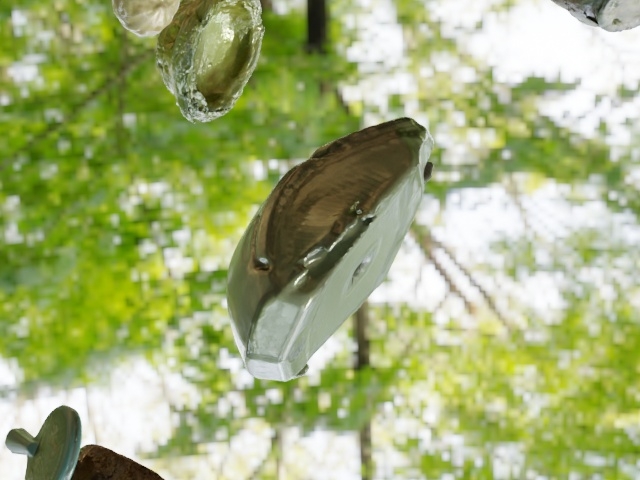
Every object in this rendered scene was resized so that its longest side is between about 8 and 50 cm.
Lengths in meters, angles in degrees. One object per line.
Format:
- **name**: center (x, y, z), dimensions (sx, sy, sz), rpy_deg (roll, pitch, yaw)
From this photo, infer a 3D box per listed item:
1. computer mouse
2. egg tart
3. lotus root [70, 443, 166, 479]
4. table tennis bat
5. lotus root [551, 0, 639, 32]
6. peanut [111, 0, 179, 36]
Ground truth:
- **computer mouse**: center (-0.002, -0.003, 2.110), dimensions (0.145, 0.228, 0.429), rpy_deg (27, -137, 16)
- **egg tart**: center (-0.147, -0.252, 2.333), dimensions (0.078, 0.197, 0.197), rpy_deg (22, -147, 29)
- **lotus root**: center (-0.201, 0.348, 2.112), dimensions (0.170, 0.260, 0.074), rpy_deg (-33, -164, 53)
- **table tennis bat**: center (-0.325, 0.249, 2.081), dimensions (0.033, 0.124, 0.201), rpy_deg (23, 173, -27)
- **lotus root**: center (0.206, -0.300, 1.440), dimensions (0.152, 0.275, 0.160), rpy_deg (-23, 163, -3)
- **peanut**: center (-0.190, -0.290, 1.901), dimensions (0.082, 0.082, 0.187), rpy_deg (-6, -140, -9)
